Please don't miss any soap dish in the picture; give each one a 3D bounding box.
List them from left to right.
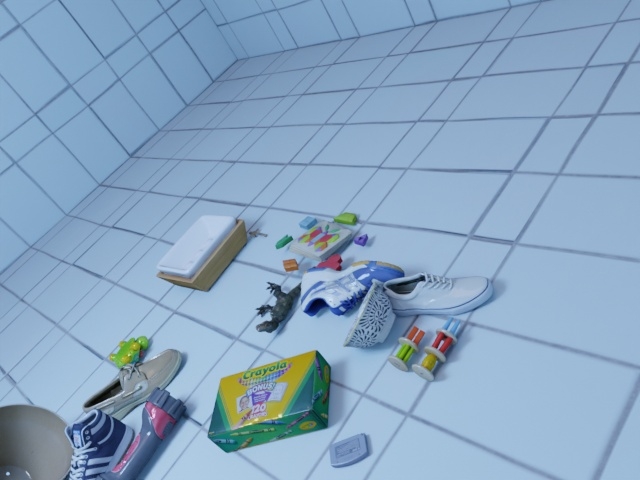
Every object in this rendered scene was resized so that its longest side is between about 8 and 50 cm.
[{"bbox_3d":[-0.403,0.044,1.992,0.229,0.118,0.291,4,49,44],"label":"soap dish"}]

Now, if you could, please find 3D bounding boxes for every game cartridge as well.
[{"bbox_3d":[0.058,0.432,1.182,0.083,0.017,0.056,-25,30,13],"label":"game cartridge"}]

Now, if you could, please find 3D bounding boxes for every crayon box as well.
[{"bbox_3d":[-0.116,0.375,1.345,0.278,0.081,0.165,-21,35,20],"label":"crayon box"}]

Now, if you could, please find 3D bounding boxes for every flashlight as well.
[{"bbox_3d":[-0.466,0.521,1.449,0.304,0.103,0.103,-55,12,-27],"label":"flashlight"}]

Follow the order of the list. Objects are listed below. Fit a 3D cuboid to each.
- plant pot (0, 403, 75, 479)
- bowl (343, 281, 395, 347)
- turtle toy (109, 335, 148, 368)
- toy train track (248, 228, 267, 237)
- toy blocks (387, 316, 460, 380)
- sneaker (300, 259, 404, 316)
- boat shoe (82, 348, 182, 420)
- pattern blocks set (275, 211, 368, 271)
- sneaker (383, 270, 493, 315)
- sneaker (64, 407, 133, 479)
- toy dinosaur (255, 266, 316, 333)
[{"bbox_3d":[-0.817,0.608,1.528,0.191,0.284,0.284,-61,22,27],"label":"plant pot"},{"bbox_3d":[0.125,0.189,1.354,0.170,0.080,0.170,-64,-3,-5],"label":"bowl"},{"bbox_3d":[-0.591,0.349,1.806,0.095,0.066,0.130,-2,44,40],"label":"turtle toy"},{"bbox_3d":[-0.216,-0.019,2.009,0.083,0.014,0.048,9,45,40],"label":"toy train track"},{"bbox_3d":[0.233,0.223,1.264,0.123,0.054,0.148,11,54,47],"label":"toy blocks"},{"bbox_3d":[0.081,0.135,1.492,0.296,0.112,0.131,-12,56,33],"label":"sneaker"},{"bbox_3d":[-0.536,0.407,1.654,0.302,0.098,0.109,-38,33,-6],"label":"boat shoe"},{"bbox_3d":[0.000,0.000,1.745,0.325,0.026,0.285,7,42,45],"label":"pattern blocks set"},{"bbox_3d":[0.264,0.118,1.338,0.258,0.091,0.094,-14,38,28],"label":"sneaker"},{"bbox_3d":[-0.600,0.565,1.455,0.099,0.153,0.282,-12,39,31],"label":"sneaker"},{"bbox_3d":[-0.118,0.170,1.640,0.118,0.064,0.268,2,42,38],"label":"toy dinosaur"}]
